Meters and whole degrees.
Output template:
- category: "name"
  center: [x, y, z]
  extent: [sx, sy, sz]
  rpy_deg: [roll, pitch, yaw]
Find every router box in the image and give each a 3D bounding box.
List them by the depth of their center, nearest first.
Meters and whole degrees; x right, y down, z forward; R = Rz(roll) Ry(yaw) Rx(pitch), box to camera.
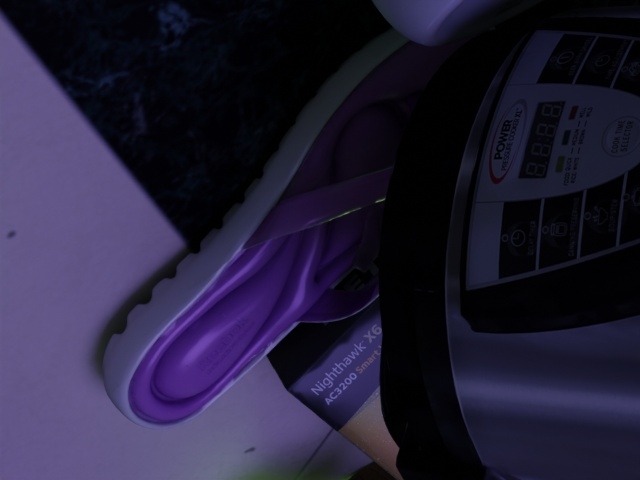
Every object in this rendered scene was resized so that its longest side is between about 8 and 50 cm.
- category: "router box"
  center: [0.144, 0.067, 1.358]
  extent: [0.309, 0.081, 0.243]
  rpy_deg: [-46, 121, 6]

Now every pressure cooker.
- category: "pressure cooker"
  center: [0.236, 0.026, 1.069]
  extent: [0.370, 0.420, 0.376]
  rpy_deg: [-26, 113, -48]

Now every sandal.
- category: "sandal"
  center: [0.008, 0.005, 1.225]
  extent: [0.416, 0.102, 0.169]
  rpy_deg: [-48, 143, 8]

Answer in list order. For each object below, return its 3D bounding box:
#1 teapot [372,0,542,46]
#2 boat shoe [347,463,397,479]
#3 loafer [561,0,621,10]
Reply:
- category: "teapot"
  center: [0.112, -0.257, 0.999]
  extent: [0.252, 0.187, 0.256]
  rpy_deg: [-32, 174, 20]
- category: "boat shoe"
  center: [0.113, 0.261, 1.579]
  extent: [0.277, 0.098, 0.096]
  rpy_deg: [-26, 140, -21]
- category: "loafer"
  center: [0.266, -0.260, 1.203]
  extent: [0.223, 0.078, 0.076]
  rpy_deg: [-50, 143, 12]
